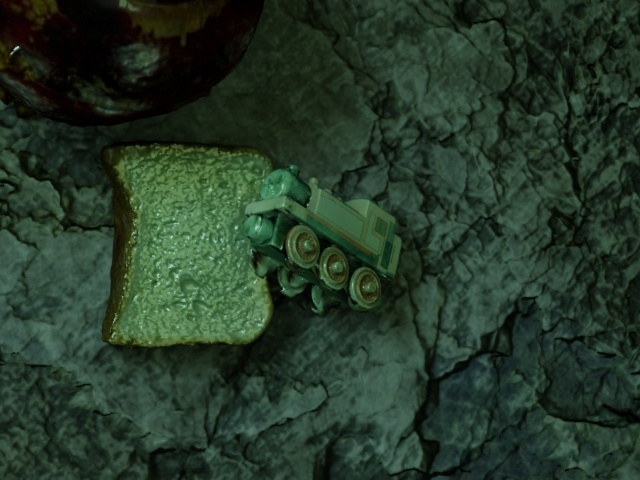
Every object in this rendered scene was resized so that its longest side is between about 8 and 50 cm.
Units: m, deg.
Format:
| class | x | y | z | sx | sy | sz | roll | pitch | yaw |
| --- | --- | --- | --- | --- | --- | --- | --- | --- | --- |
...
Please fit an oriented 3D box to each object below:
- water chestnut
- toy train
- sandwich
| class | x | y | z | sx | sy | sz | roll | pitch | yaw |
| --- | --- | --- | --- | --- | --- | --- | --- | --- | --- |
| water chestnut | -0.222 | -0.243 | 1.558 | 0.335 | 0.347 | 0.335 | 12 | 47 | -13 |
| toy train | 0.000 | 0.000 | 1.679 | 0.194 | 0.081 | 0.125 | 34 | 59 | -39 |
| sandwich | -0.140 | 0.005 | 1.683 | 0.186 | 0.065 | 0.214 | 2 | 93 | -15 |
